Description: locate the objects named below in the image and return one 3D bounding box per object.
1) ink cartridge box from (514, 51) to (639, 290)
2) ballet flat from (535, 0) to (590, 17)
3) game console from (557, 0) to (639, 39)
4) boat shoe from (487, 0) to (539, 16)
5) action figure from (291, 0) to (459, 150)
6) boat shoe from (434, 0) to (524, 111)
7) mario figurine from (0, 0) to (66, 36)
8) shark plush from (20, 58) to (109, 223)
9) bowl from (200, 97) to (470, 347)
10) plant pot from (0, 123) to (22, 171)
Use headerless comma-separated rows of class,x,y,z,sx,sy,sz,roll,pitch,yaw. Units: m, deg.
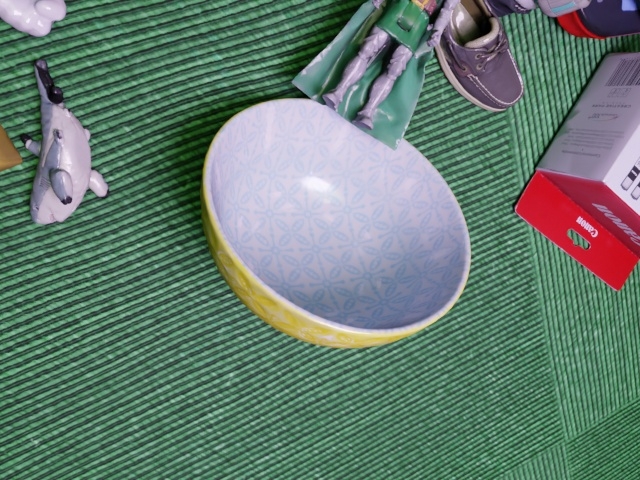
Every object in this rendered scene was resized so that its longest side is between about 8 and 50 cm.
ink cartridge box,0.489,-0.075,0.744,0.310,0.130,0.271,30,94,-24
ballet flat,0.306,-0.350,0.548,0.072,0.068,0.213,20,92,-30
game console,0.470,-0.460,0.656,0.387,0.060,0.341,-15,114,-20
boat shoe,0.164,-0.386,0.564,0.114,0.091,0.302,-45,114,-15
action figure,0.089,-0.232,0.535,0.137,0.063,0.232,31,92,-12
boat shoe,0.188,-0.248,0.619,0.080,0.073,0.223,-46,112,-1
mario figurine,-0.238,-0.291,0.392,0.321,0.198,0.170,-24,89,-8
shark plush,-0.276,-0.096,0.503,0.067,0.073,0.161,-2,112,11
bowl,0.000,0.000,0.554,0.290,0.289,0.156,6,145,-21
plant pot,-0.345,-0.088,0.461,0.082,0.083,0.081,-27,111,-11
